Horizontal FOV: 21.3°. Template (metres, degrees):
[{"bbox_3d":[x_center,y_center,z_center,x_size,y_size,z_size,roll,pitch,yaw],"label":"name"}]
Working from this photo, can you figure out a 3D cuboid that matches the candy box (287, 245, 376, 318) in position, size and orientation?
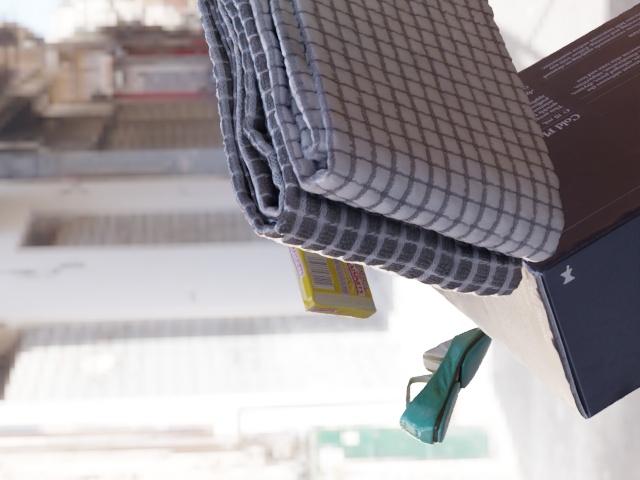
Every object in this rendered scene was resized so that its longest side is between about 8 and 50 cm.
[{"bbox_3d":[0.000,0.000,2.136,0.027,0.105,0.206,-38,56,36],"label":"candy box"}]

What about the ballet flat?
[{"bbox_3d":[0.183,0.205,2.574,0.083,0.087,0.247,91,-156,-43],"label":"ballet flat"}]

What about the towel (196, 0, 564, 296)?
[{"bbox_3d":[0.036,-0.099,1.275,0.121,0.235,0.283,-48,42,34],"label":"towel"}]

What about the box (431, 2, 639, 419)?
[{"bbox_3d":[0.287,-0.043,1.629,0.312,0.343,0.179,43,160,57],"label":"box"}]
